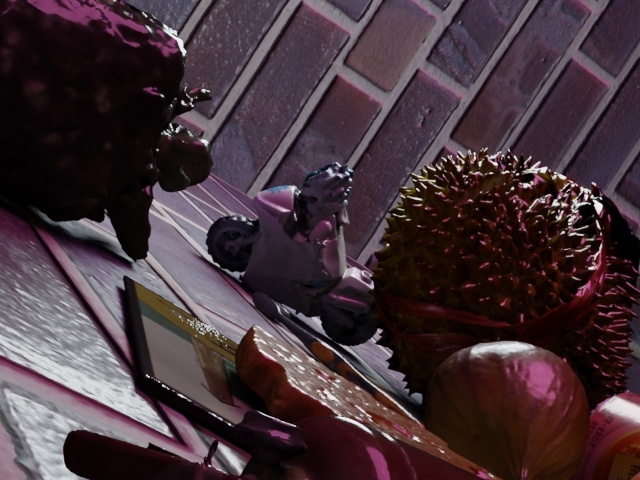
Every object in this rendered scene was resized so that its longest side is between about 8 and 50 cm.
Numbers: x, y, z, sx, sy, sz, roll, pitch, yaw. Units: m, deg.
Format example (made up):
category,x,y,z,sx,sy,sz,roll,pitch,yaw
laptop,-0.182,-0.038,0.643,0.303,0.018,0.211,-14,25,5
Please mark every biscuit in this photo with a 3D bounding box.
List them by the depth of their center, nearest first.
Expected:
category,x,y,z,sx,sy,sz,roll,pitch,yaw
biscuit,0.038,0.152,1.058,0.306,0.043,0.284,33,4,39

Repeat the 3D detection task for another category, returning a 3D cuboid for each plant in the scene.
category,x,y,z,sx,sy,sz,roll,pitch,yaw
plant,-0.220,-0.121,1.327,0.312,0.215,0.213,35,-1,-29

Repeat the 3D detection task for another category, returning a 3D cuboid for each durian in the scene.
category,x,y,z,sx,sy,sz,roll,pitch,yaw
durian,0.226,0.067,1.664,0.384,0.347,0.347,46,0,-17

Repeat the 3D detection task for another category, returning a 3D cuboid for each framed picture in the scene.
category,x,y,z,sx,sy,sz,roll,pitch,yaw
framed picture,-0.047,0.125,1.110,0.244,0.013,0.324,32,3,-14

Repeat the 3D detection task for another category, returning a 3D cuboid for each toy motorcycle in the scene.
category,x,y,z,sx,sy,sz,roll,pitch,yaw
toy motorcycle,-0.001,0.002,1.733,0.239,0.204,0.108,28,22,-17

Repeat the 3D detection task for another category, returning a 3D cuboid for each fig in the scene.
category,x,y,z,sx,sy,sz,roll,pitch,yaw
fig,0.164,0.203,1.285,0.160,0.231,0.143,33,-40,-16

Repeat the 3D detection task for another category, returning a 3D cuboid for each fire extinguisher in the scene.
category,x,y,z,sx,sy,sz,roll,pitch,yaw
fire extinguisher,0.025,0.154,0.710,0.147,0.106,0.337,0,-23,45

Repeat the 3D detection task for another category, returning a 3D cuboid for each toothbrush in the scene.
category,x,y,z,sx,sy,sz,roll,pitch,yaw
toothbrush,0.014,0.130,1.527,0.031,0.023,0.321,26,7,-40

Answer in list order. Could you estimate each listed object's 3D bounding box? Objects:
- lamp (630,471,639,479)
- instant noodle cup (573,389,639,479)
category,x,y,z,sx,sy,sz,roll,pitch,yaw
lamp,0.288,0.250,1.011,0.164,0.188,0.187,30,4,-17
instant noodle cup,0.381,0.277,1.414,0.255,0.244,0.244,25,-3,40
